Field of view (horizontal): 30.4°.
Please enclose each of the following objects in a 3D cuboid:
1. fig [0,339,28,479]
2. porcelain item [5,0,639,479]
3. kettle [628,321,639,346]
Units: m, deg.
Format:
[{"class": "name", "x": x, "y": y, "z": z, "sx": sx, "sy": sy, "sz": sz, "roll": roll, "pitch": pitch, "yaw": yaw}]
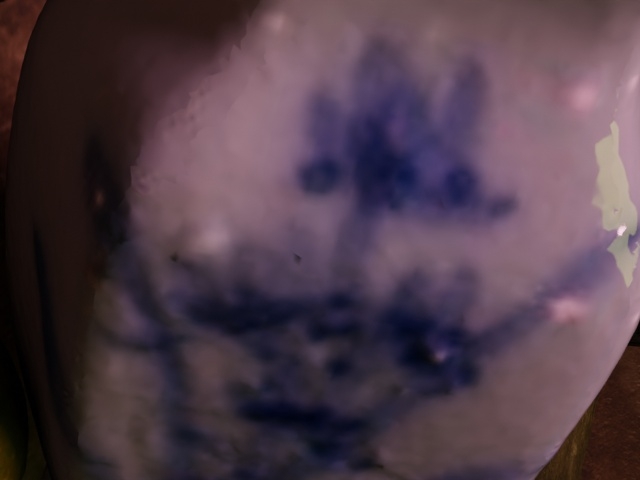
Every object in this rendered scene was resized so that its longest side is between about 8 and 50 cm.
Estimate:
[{"class": "fig", "x": -0.177, "y": 0.101, "z": 0.454, "sx": 0.123, "sy": 0.123, "sz": 0.156, "roll": -43, "pitch": 150, "yaw": -55}, {"class": "porcelain item", "x": 0.000, "y": 0.000, "z": 0.455, "sx": 0.178, "sy": 0.243, "sz": 0.405, "roll": -91, "pitch": -164, "yaw": -50}, {"class": "kettle", "x": 0.228, "y": -0.091, "z": 0.826, "sx": 0.262, "sy": 0.203, "sz": 0.308, "roll": 89, "pitch": 13, "yaw": -59}]
